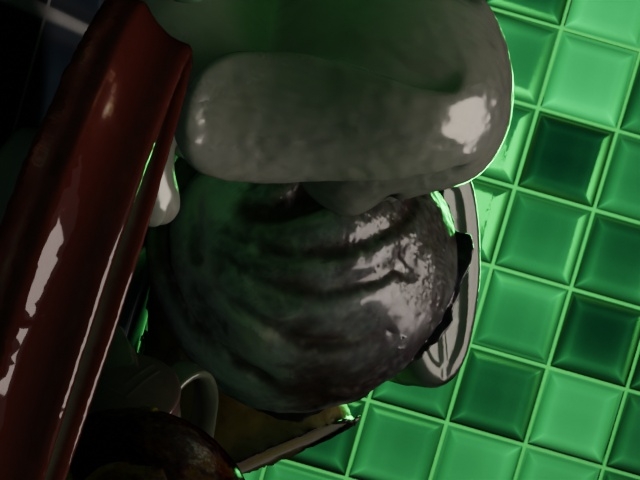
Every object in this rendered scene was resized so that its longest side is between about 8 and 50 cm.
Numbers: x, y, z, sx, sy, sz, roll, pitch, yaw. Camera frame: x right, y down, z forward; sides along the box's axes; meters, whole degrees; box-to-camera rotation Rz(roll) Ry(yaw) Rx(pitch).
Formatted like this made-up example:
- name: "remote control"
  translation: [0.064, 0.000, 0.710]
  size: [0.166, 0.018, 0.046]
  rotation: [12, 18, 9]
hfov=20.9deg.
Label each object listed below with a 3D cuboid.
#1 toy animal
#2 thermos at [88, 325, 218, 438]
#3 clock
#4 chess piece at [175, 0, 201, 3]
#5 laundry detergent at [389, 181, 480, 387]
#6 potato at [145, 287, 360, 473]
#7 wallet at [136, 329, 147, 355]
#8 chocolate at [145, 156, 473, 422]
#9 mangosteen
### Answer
- name: "toy animal"
  translation: [0.002, -0.115, 1.183]
  size: [0.272, 0.265, 0.206]
  rotation: [-71, 176, -47]
- name: "thermos"
  translation: [-0.151, 0.208, 1.437]
  size: [0.176, 0.146, 0.265]
  rotation: [-39, 144, -43]
- name: "clock"
  translation: [-0.139, 0.037, 0.807]
  size: [0.318, 0.080, 0.318]
  rotation: [-163, -90, -86]
- name: "chess piece"
  translation: [-0.035, -0.244, 0.938]
  size: [0.298, 0.176, 0.176]
  rotation: [-58, 170, -34]
- name: "laundry detergent"
  translation: [0.000, 0.000, 1.892]
  size: [0.398, 0.124, 0.264]
  rotation: [16, -63, 50]
- name: "potato"
  translation: [-0.094, 0.108, 1.796]
  size: [0.229, 0.229, 0.266]
  rotation: [105, -32, -78]
- name: "wallet"
  translation: [-0.209, 0.227, 1.855]
  size: [0.167, 0.036, 0.222]
  rotation: [105, 0, -56]
- name: "chocolate"
  translation: [-0.035, -0.011, 1.585]
  size: [0.213, 0.303, 0.303]
  rotation: [51, 50, -59]
- name: "mangosteen"
  translation: [-0.145, 0.199, 1.135]
  size: [0.217, 0.192, 0.192]
  rotation: [34, 69, -57]
